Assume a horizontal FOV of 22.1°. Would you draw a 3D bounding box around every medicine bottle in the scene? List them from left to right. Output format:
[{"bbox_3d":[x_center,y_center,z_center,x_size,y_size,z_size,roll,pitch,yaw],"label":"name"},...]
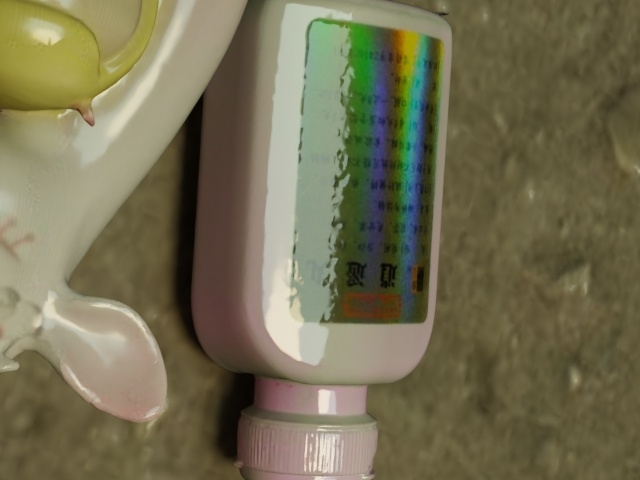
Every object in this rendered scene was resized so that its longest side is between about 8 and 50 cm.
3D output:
[{"bbox_3d":[0.000,0.000,0.738,0.115,0.078,0.219,3,91,-43],"label":"medicine bottle"}]

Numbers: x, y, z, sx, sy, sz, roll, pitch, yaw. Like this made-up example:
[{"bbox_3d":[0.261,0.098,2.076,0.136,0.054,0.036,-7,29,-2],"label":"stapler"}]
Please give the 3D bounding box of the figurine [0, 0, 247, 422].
[{"bbox_3d":[-0.165,-0.054,0.539,0.284,0.206,0.315,12,79,-46],"label":"figurine"}]
